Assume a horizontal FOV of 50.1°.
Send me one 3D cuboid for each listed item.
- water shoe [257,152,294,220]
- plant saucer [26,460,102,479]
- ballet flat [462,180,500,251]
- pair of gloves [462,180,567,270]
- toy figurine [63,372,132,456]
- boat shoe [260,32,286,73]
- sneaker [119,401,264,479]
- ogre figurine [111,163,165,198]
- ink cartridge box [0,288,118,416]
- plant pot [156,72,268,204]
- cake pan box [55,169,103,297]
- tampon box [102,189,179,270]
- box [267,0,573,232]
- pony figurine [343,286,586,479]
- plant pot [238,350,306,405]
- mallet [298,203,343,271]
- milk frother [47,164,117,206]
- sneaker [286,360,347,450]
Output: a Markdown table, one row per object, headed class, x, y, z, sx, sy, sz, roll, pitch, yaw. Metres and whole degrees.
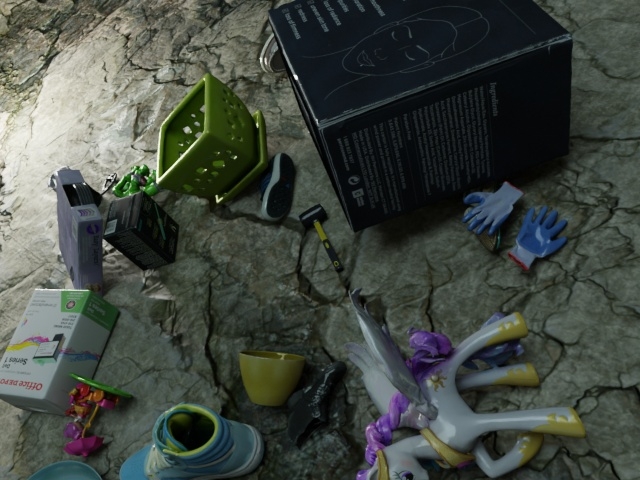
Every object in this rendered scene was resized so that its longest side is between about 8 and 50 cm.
| class | x | y | z | sx | sy | sz | roll | pitch | yaw |
| --- | --- | --- | --- | --- | --- | --- | --- | --- | --- |
| water shoe | -0.116 | -0.122 | 1.684 | 0.080 | 0.073 | 0.203 | -23 | 41 | 40 |
| plant saucer | -0.551 | 0.617 | 1.404 | 0.317 | 0.044 | 0.317 | -14 | 52 | 19 |
| ballet flat | 0.322 | -0.065 | 1.386 | 0.067 | 0.073 | 0.206 | 10 | 49 | -4 |
| pair of gloves | 0.371 | -0.037 | 1.314 | 0.198 | 0.023 | 0.159 | 40 | 60 | 17 |
| toy figurine | -0.521 | 0.390 | 1.506 | 0.173 | 0.130 | 0.159 | 10 | 72 | 34 |
| boat shoe | -0.025 | -0.576 | 1.915 | 0.324 | 0.116 | 0.097 | -40 | 45 | -10 |
| sneaker | -0.291 | 0.394 | 1.308 | 0.319 | 0.208 | 0.127 | -21 | 52 | 15 |
| ogre figurine | -0.503 | -0.152 | 1.888 | 0.197 | 0.097 | 0.118 | 33 | 65 | 29 |
| ink cartridge box | -0.642 | 0.265 | 1.651 | 0.201 | 0.117 | 0.278 | -1 | 58 | 28 |
| plant pot | -0.261 | -0.237 | 1.714 | 0.227 | 0.207 | 0.228 | -38 | 43 | 34 |
| cake pan box | -0.622 | -0.019 | 1.762 | 0.070 | 0.267 | 0.246 | -11 | 40 | -30 |
| tampon box | -0.447 | -0.022 | 1.719 | 0.101 | 0.161 | 0.120 | -15 | 51 | 19 |
| box | 0.190 | -0.337 | 1.430 | 0.472 | 0.297 | 0.480 | -21 | 45 | 1 |
| pony figurine | 0.188 | 0.254 | 1.136 | 0.363 | 0.303 | 0.351 | -19 | 58 | -4 |
| plant pot | -0.100 | 0.274 | 1.355 | 0.134 | 0.134 | 0.095 | 3 | 85 | 30 |
| mallet | 0.000 | 0.000 | 1.547 | 0.062 | 0.039 | 0.189 | -25 | 53 | 10 |
| milk frother | -0.676 | -0.167 | 1.965 | 0.129 | 0.135 | 0.143 | 3 | 60 | 30 |
| sneaker | -0.002 | 0.315 | 1.314 | 0.170 | 0.051 | 0.089 | -39 | 48 | 5 |
